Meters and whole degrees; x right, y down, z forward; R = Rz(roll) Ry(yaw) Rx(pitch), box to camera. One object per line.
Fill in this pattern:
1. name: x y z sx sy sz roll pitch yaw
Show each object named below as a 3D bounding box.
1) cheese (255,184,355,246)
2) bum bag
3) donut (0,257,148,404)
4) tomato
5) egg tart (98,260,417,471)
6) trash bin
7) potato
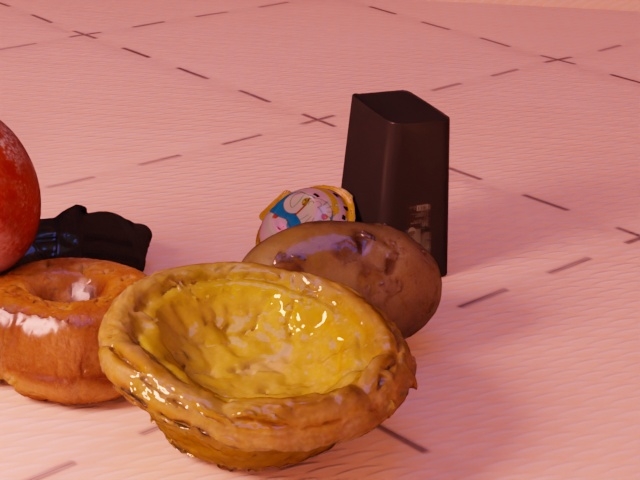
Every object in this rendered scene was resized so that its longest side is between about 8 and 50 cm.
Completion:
1. cheese: 0.000 0.000 1.995 0.156 0.064 0.250 -44 47 -7
2. bum bag: -0.369 0.000 1.917 0.326 0.079 0.142 -4 34 -34
3. donut: -0.289 0.100 1.687 0.227 0.113 0.226 2 21 -1
4. tomato: -0.463 -0.057 1.691 0.270 0.270 0.227 -3 67 -14
5. egg tart: -0.071 0.146 1.563 0.345 0.132 0.345 5 25 -3
6. trash bin: 0.104 -0.079 2.021 0.115 0.225 0.165 -5 23 -21
7. potato: 0.018 0.054 1.776 0.262 0.165 0.165 -9 24 -11
